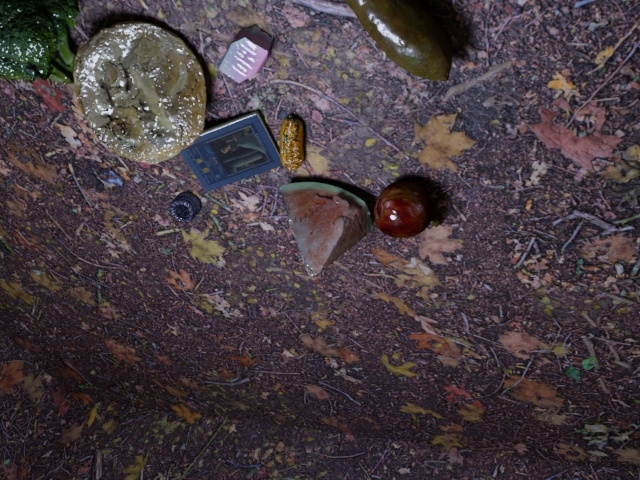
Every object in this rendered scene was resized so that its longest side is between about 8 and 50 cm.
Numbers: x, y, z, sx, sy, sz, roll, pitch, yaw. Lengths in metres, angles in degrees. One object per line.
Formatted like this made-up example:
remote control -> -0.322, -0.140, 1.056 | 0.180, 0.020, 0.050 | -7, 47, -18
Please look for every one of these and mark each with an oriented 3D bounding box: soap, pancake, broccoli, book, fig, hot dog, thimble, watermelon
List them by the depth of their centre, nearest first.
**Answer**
soap -> -0.188, -0.479, 1.496 | 0.100, 0.056, 0.149 | 32, 138, -14
broccoli -> -0.776, -0.546, 1.549 | 0.321, 0.304, 0.283 | 29, 170, 29
pancake -> -0.489, -0.403, 1.592 | 0.387, 0.082, 0.387 | 2, 109, 5
fig -> 0.263, -0.082, 1.653 | 0.207, 0.175, 0.175 | 8, 139, -6
hot dog -> -0.085, -0.273, 1.668 | 0.072, 0.055, 0.188 | 12, 137, 9
book -> -0.267, -0.260, 1.724 | 0.269, 0.025, 0.191 | -17, 128, 13
watermelon -> 0.016, -0.007, 1.778 | 0.283, 0.292, 0.250 | 1, 164, 21
thimble -> -0.465, -0.113, 1.998 | 0.104, 0.066, 0.095 | -16, 124, 35

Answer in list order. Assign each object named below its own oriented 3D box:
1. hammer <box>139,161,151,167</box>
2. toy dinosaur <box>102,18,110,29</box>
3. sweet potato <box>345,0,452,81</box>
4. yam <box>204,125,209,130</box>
hammer -> -0.570, -0.275, 1.894 | 0.043, 0.043, 0.083 | 25, 141, -2
toy dinosaur -> -0.530, -0.492, 1.646 | 0.188, 0.075, 0.247 | 9, 132, 0
sweet potato -> 0.138, -0.505, 1.282 | 0.423, 0.130, 0.130 | 38, 137, -8
yam -> -0.402, -0.351, 1.708 | 0.274, 0.061, 0.061 | 38, 137, -23
